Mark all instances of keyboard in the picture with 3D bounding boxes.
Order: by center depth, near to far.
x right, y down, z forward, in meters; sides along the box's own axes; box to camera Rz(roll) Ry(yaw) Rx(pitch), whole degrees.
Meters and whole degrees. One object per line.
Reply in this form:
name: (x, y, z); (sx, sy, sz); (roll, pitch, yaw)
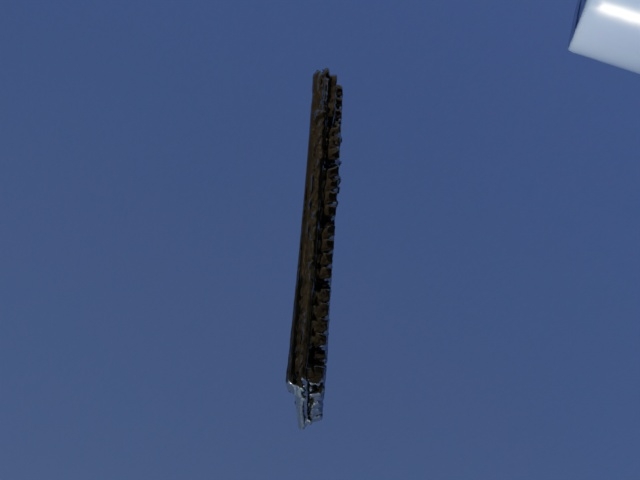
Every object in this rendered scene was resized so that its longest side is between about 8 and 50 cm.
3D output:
keyboard: (0.001, 0.000, 0.678); (0.023, 0.072, 0.231); (1, -123, 5)

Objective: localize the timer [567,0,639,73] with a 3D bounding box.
timer: (0.255, -0.295, 0.662); (0.173, 0.395, 0.395); (17, -112, 8)
